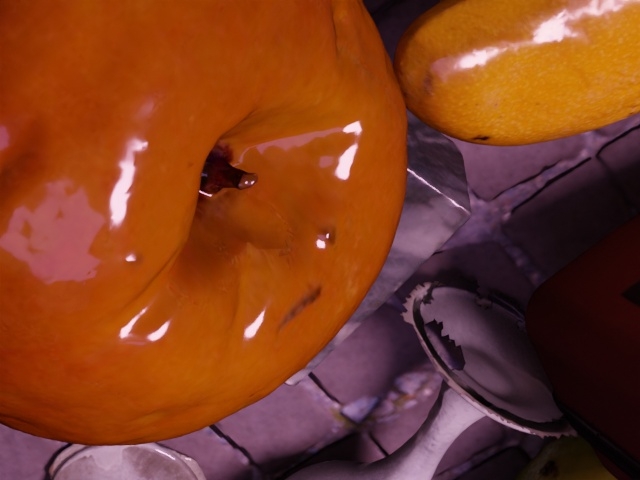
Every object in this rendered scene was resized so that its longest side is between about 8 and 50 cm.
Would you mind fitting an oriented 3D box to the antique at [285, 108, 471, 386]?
[{"bbox_3d":[0.000,0.000,1.171,0.086,0.088,0.183,36,114,-21],"label":"antique"}]

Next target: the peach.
[{"bbox_3d":[-0.128,-0.062,0.993,0.302,0.343,0.343,16,131,37],"label":"peach"}]

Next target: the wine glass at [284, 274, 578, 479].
[{"bbox_3d":[0.035,0.179,1.256,0.143,0.143,0.321,26,120,-18],"label":"wine glass"}]

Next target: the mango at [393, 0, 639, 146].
[{"bbox_3d":[0.155,-0.135,1.064,0.262,0.109,0.157,-18,149,-12],"label":"mango"}]

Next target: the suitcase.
[{"bbox_3d":[0.290,0.042,1.094,0.297,0.236,0.161,-35,112,-8],"label":"suitcase"}]

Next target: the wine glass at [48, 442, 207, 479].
[{"bbox_3d":[-0.134,0.239,1.229,0.156,0.232,0.156,-1,121,-1],"label":"wine glass"}]

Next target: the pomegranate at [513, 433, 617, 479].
[{"bbox_3d":[0.256,0.290,1.282,0.310,0.216,0.358,-3,124,-11],"label":"pomegranate"}]
